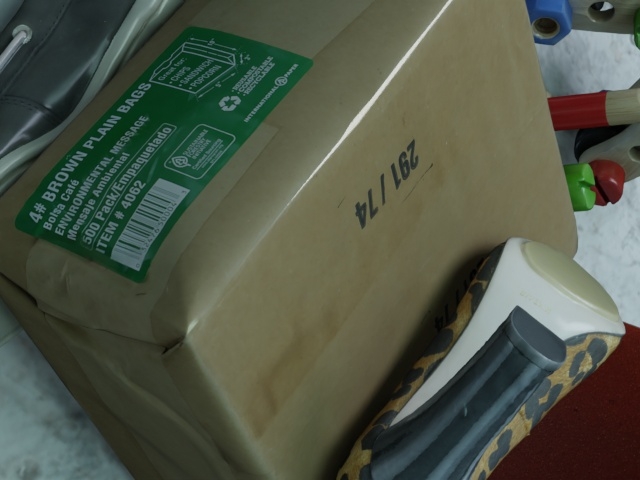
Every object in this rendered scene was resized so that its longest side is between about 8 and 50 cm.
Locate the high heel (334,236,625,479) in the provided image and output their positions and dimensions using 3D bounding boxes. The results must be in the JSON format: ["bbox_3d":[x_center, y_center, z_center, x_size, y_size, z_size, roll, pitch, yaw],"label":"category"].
[{"bbox_3d":[0.088,0.095,0.765,0.186,0.093,0.261,-52,170,20],"label":"high heel"}]

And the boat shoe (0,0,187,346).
[{"bbox_3d":[-0.162,-0.070,0.752,0.335,0.095,0.112,-57,149,-19],"label":"boat shoe"}]

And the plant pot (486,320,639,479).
[{"bbox_3d":[0.249,0.235,1.010,0.236,0.267,0.267,-51,123,-12],"label":"plant pot"}]

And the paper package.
[{"bbox_3d":[0.000,0.000,0.780,0.325,0.168,0.309,-53,141,-26],"label":"paper package"}]

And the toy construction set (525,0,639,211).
[{"bbox_3d":[0.277,-0.136,0.964,0.309,0.237,0.257,-48,129,-54],"label":"toy construction set"}]
